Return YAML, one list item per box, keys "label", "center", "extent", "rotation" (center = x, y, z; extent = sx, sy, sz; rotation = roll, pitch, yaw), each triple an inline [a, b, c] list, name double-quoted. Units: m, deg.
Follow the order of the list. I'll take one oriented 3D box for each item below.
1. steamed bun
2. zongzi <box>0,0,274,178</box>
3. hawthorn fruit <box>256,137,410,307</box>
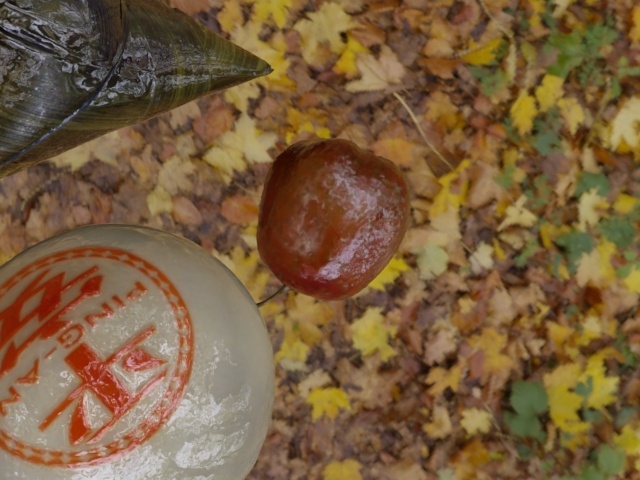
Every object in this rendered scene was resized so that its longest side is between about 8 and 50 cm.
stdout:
- label: "steamed bun"
  center: [-0.150, 0.093, 0.628]
  extent: [0.232, 0.231, 0.145]
  rotation: [-31, 162, -3]
- label: "zongzi"
  center: [-0.324, -0.165, 1.191]
  extent: [0.432, 0.207, 0.403]
  rotation: [15, 132, -45]
- label: "hawthorn fruit"
  center: [0.000, 0.000, 0.936]
  extent: [0.163, 0.163, 0.203]
  rotation: [26, 85, -28]
